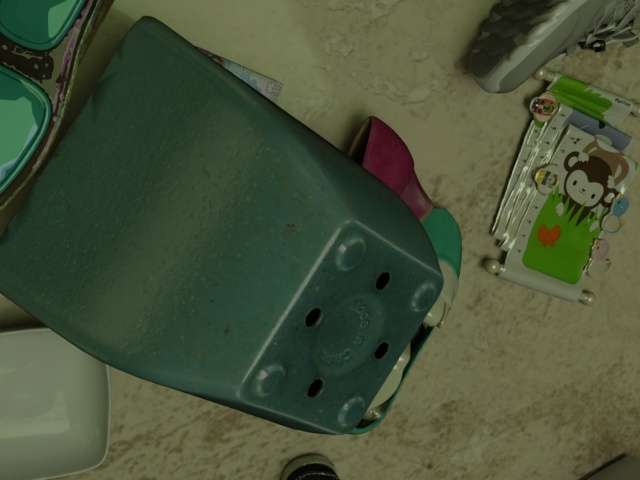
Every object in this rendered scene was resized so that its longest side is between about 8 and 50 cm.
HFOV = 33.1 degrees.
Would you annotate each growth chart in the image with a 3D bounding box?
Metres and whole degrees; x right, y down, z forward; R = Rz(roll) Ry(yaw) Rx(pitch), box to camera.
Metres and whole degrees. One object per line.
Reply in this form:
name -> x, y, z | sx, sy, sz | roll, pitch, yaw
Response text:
growth chart -> 0.260, -0.051, 1.123 | 0.172, 0.021, 0.237 | 9, 102, -25

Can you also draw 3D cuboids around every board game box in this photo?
board game box -> -0.091, -0.116, 0.963 | 0.090, 0.020, 0.090 | 20, 97, -27

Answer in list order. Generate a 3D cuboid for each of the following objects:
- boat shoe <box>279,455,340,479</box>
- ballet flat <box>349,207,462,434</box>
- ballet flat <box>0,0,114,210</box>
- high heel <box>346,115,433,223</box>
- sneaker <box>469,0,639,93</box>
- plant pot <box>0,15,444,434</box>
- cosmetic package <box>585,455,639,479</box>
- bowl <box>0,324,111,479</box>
boat shoe -> -0.003, 0.339, 1.096 | 0.084, 0.079, 0.233 | -8, 110, -19
ballet flat -> 0.080, 0.086, 1.052 | 0.083, 0.087, 0.247 | 30, 92, -26
ballet flat -> -0.240, -0.144, 0.843 | 0.123, 0.123, 0.348 | 28, 95, -26
high heel -> 0.000, 0.000, 0.993 | 0.244, 0.082, 0.117 | -42, 123, -11
sneaker -> 0.268, -0.220, 1.030 | 0.281, 0.105, 0.115 | -39, 115, -8
plant pot -> -0.055, 0.016, 0.845 | 0.248, 0.252, 0.247 | 30, 92, -50
cosmetic package -> 0.388, 0.459, 1.222 | 0.155, 0.197, 0.365 | -28, 115, -13
bowl -> -0.259, 0.137, 0.948 | 0.142, 0.053, 0.142 | -4, 107, -21
